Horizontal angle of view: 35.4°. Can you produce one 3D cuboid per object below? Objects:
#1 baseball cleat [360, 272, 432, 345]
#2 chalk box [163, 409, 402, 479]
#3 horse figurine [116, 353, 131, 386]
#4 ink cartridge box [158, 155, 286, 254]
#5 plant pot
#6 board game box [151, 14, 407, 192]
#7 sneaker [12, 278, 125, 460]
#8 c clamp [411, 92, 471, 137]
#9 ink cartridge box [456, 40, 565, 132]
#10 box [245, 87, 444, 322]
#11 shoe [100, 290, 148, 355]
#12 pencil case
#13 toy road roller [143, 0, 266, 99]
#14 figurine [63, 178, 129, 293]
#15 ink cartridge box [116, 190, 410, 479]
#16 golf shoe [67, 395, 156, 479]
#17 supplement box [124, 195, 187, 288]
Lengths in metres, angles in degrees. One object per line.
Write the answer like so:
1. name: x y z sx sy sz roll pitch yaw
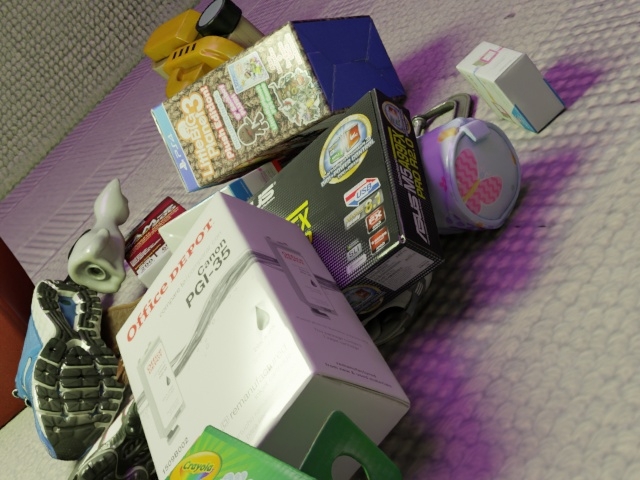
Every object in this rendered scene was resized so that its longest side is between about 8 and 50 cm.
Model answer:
1. baseball cleat: 0.029 0.065 1.094 0.206 0.072 0.109 -18 39 51
2. chalk box: -0.040 0.260 0.711 0.289 0.180 0.179 -50 24 -17
3. horse figurine: -0.150 0.098 1.271 0.263 0.066 0.174 -18 44 12
4. ink cartridge box: -0.119 -0.043 1.459 0.134 0.078 0.231 -30 4 24
5. plant pot: -0.574 0.169 1.650 0.267 0.236 0.267 -40 23 2
6. board game box: -0.061 -0.206 1.514 0.291 0.141 0.232 -25 -1 34
7. sneaker: -0.364 0.201 1.435 0.330 0.129 0.147 -114 41 -55
8. c clamp: 0.141 -0.139 1.344 0.137 0.022 0.161 -24 29 36
9. ink cartridge box: 0.226 -0.186 1.205 0.052 0.088 0.122 -43 22 3
10. box: 0.000 0.000 1.077 0.270 0.060 0.216 -38 42 32
11. shoe: -0.266 0.122 1.491 0.219 0.058 0.076 -32 52 31
12. pencil case: 0.097 -0.062 1.147 0.113 0.124 0.273 -8 1 -38
13. toy road roller: -0.245 -0.340 2.101 0.329 0.202 0.241 -8 51 51
14. figurine: -0.378 0.025 1.659 0.215 0.092 0.209 -54 24 35
15. ink cartridge box: -0.070 0.120 0.937 0.207 0.117 0.283 -53 38 17
16. golf shoe: -0.197 0.214 1.148 0.273 0.105 0.120 -45 16 -10
17. supplement box: -0.245 0.012 1.621 0.130 0.073 0.239 -45 22 -7
